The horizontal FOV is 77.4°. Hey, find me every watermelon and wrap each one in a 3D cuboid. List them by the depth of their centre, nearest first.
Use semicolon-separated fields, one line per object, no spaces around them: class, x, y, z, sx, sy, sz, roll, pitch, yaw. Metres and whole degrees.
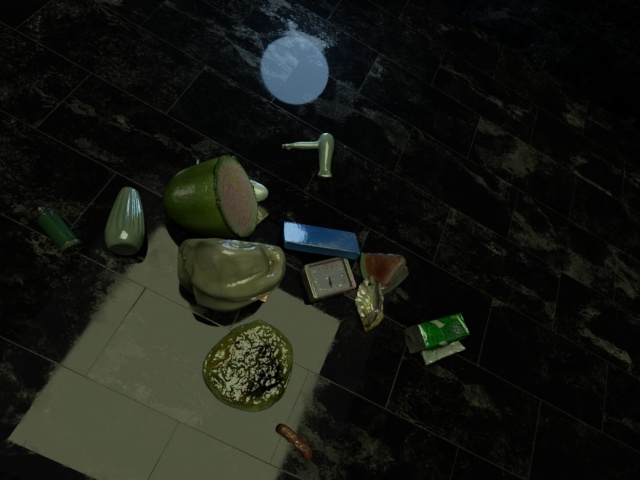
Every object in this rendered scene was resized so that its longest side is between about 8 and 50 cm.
watermelon;0.271;0.102;1.667;0.207;0.202;0.136;49;26;2

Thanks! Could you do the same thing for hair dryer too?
hair dryer;-0.059;-0.389;1.797;0.237;0.075;0.206;7;74;-7

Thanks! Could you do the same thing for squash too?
squash;-0.430;-0.128;1.451;0.309;0.310;0.310;-12;71;15

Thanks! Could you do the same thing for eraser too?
eraser;0.000;0.000;1.630;0.312;0.042;0.144;9;36;-13

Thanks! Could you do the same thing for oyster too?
oyster;0.211;0.251;1.617;0.072;0.133;0.209;26;45;-48

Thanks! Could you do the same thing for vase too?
vase;-0.694;-0.076;1.431;0.128;0.128;0.248;1;61;-18

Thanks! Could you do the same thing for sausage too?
sausage;-0.085;0.697;1.383;0.158;0.042;0.036;45;26;0

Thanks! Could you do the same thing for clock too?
clock;0.032;0.155;1.605;0.192;0.071;0.146;-11;74;-22

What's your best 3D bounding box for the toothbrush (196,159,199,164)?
toothbrush;-0.508;-0.271;1.624;0.013;0.011;0.131;4;69;-3

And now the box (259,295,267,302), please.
box;-0.245;0.194;1.531;0.093;0.015;0.058;22;63;-8

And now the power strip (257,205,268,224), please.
power strip;-0.270;-0.085;1.619;0.056;0.032;0.123;45;63;1

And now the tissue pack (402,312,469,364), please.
tissue pack;0.472;0.400;1.613;0.209;0.148;0.156;-10;72;-21

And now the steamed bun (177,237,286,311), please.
steamed bun;-0.315;0.120;1.379;0.343;0.368;0.255;4;93;-46

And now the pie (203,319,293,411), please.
pie;-0.239;0.445;1.410;0.323;0.070;0.323;6;70;-17

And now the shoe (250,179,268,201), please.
shoe;-0.339;-0.226;1.609;0.265;0.110;0.095;10;66;-12

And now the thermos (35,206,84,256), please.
thermos;-0.901;-0.040;1.374;0.083;0.073;0.187;-40;85;-25
